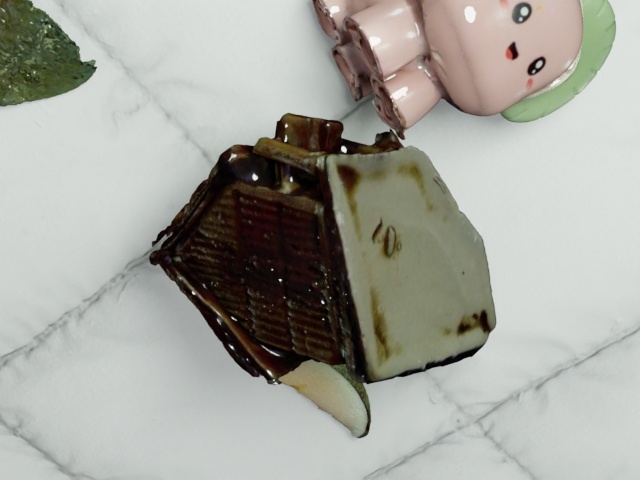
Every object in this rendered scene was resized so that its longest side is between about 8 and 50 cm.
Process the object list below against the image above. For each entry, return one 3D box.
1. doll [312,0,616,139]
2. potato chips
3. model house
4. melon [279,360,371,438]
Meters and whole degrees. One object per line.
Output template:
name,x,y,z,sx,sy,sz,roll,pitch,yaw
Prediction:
doll,0.154,-0.232,1.091,0.268,0.216,0.284,-28,125,-7
potato chips,-0.348,-0.205,1.181,0.209,0.026,0.142,20,119,-14
model house,0.000,0.000,1.219,0.283,0.317,0.297,8,103,39
melon,0.015,0.194,1.438,0.182,0.054,0.098,38,122,-22
